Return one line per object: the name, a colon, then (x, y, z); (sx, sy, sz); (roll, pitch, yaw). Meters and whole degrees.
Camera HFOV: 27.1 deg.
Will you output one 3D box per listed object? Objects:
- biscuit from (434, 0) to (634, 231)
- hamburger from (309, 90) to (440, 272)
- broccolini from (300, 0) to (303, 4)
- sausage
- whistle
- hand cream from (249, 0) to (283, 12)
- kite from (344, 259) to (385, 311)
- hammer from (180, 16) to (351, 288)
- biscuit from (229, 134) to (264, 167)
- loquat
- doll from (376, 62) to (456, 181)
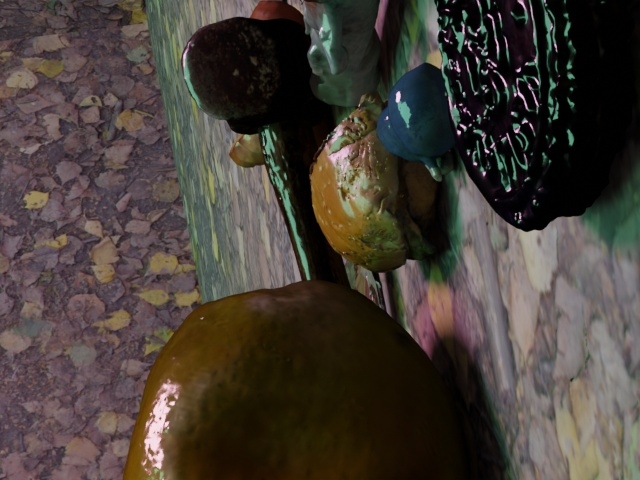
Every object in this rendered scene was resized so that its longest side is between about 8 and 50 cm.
biscuit: (0.101, -0.100, 0.665); (0.194, 0.053, 0.194); (171, 90, -80)
hamburger: (0.041, -0.023, 0.991); (0.176, 0.087, 0.102); (101, 160, -58)
broccolini: (-0.043, -0.251, 1.282); (0.218, 0.042, 0.044); (29, 131, 60)
sausage: (-0.032, -0.149, 1.346); (0.077, 0.077, 0.194); (137, 123, -79)
whistle: (0.006, -0.205, 0.940); (0.346, 0.134, 0.142); (83, 165, -66)
hand cream: (-0.063, -0.258, 1.555); (0.143, 0.039, 0.061); (94, 163, -70)
kite: (0.045, 0.101, 1.304); (0.323, 0.013, 0.267); (-111, 16, -55)
hammer: (0.000, 0.000, 1.178); (0.242, 0.095, 0.408); (-8, -99, -79)
biscuit: (-0.053, -0.129, 1.502); (0.118, 0.061, 0.183); (-58, 7, -6)
loquat: (-0.023, 0.181, 1.003); (0.276, 0.276, 0.283); (105, 157, -67)
doll: (0.069, -0.079, 0.894); (0.083, 0.051, 0.076); (122, 134, -73)
